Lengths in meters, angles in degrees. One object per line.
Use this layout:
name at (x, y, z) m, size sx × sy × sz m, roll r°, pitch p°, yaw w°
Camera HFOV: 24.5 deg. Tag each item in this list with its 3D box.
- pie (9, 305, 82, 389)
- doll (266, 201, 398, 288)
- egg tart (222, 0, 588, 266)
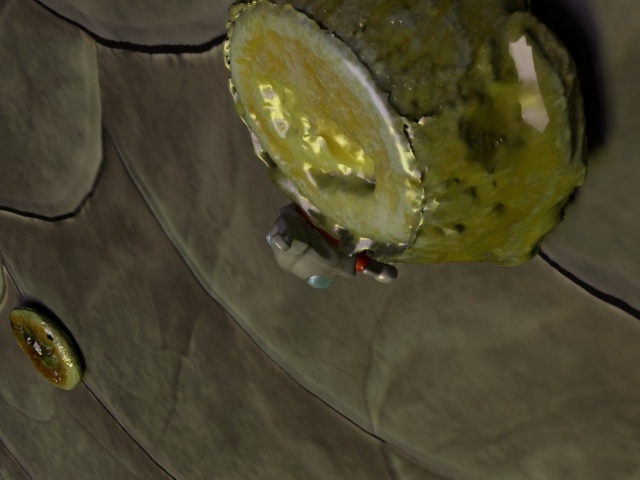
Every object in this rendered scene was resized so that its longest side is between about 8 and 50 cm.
pie at (-0.223, 0.086, 1.194) m, size 0.084 × 0.021 × 0.084 m, roll 35°, pitch 146°, yaw 27°
doll at (-0.001, 0.001, 0.717) m, size 0.039 × 0.114 × 0.057 m, roll -25°, pitch 81°, yaw 23°
egg tart at (0.021, -0.062, 0.637) m, size 0.197 × 0.078 × 0.197 m, roll 37°, pitch 147°, yaw 29°
